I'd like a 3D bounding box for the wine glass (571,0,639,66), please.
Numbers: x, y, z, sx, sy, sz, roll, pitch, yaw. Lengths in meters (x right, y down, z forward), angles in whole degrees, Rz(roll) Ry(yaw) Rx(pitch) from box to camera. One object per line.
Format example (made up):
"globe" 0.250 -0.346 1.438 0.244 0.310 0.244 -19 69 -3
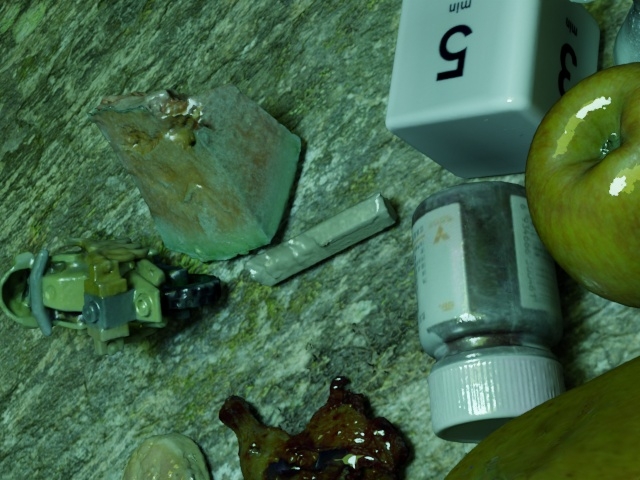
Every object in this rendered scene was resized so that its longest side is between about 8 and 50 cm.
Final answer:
"wine glass" 0.350 -0.267 1.015 0.156 0.232 0.156 -16 64 36

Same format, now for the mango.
"mango" 0.277 0.238 0.837 0.445 0.220 0.301 -33 7 -20

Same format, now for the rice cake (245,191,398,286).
"rice cake" 0.000 0.000 1.326 0.256 0.057 0.052 -28 55 29

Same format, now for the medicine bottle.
"medicine bottle" 0.192 0.084 1.056 0.165 0.165 0.273 -17 62 35

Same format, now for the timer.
"timer" 0.215 -0.203 1.131 0.194 0.192 0.195 -3 71 40

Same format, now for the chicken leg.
"chicken leg" -0.024 0.272 1.233 0.322 0.083 0.177 -17 54 33

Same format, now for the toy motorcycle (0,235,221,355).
"toy motorcycle" -0.357 0.076 1.488 0.410 0.237 0.169 4 103 41

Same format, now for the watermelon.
"watermelon" -0.178 -0.130 1.447 0.264 0.302 0.151 -5 32 40

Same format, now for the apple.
"apple" 0.334 -0.061 0.940 0.264 0.264 0.264 -17 63 35

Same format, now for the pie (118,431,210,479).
"pie" -0.254 0.390 1.391 0.185 0.052 0.218 35 99 41
